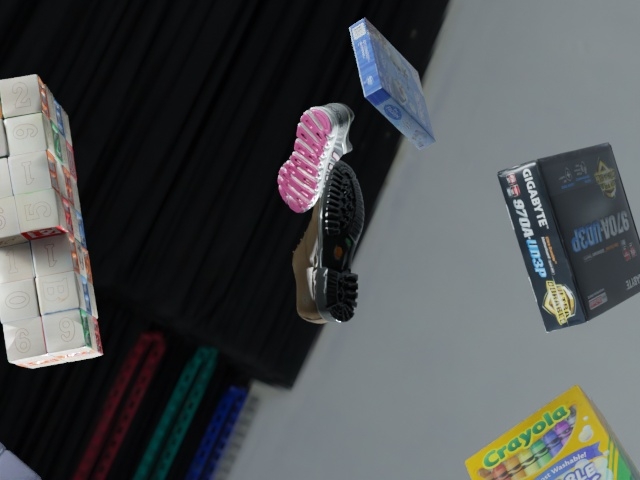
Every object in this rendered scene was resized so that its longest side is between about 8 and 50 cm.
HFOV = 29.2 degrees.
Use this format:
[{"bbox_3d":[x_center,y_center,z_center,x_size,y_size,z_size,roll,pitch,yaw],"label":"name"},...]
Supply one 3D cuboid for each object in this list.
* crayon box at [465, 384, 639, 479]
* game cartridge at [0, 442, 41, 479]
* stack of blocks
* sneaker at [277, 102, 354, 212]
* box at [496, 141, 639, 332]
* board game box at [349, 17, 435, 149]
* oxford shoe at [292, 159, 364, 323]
[{"bbox_3d":[0.326,0.338,1.688,0.083,0.203,0.323,48,-169,-28],"label":"crayon box"},{"bbox_3d":[-0.323,0.298,0.864,0.230,0.355,0.068,40,151,5],"label":"game cartridge"},{"bbox_3d":[-0.319,-0.015,1.370,0.087,0.297,0.171,-10,171,-2],"label":"stack of blocks"},{"bbox_3d":[0.000,-0.105,1.527,0.063,0.075,0.170,39,136,21],"label":"sneaker"},{"bbox_3d":[0.280,-0.009,1.331,0.051,0.175,0.220,-18,178,34],"label":"box"},{"bbox_3d":[0.064,-0.138,1.083,0.020,0.090,0.090,-29,138,22],"label":"board game box"},{"bbox_3d":[0.000,0.000,1.656,0.096,0.227,0.083,-9,155,44],"label":"oxford shoe"}]
